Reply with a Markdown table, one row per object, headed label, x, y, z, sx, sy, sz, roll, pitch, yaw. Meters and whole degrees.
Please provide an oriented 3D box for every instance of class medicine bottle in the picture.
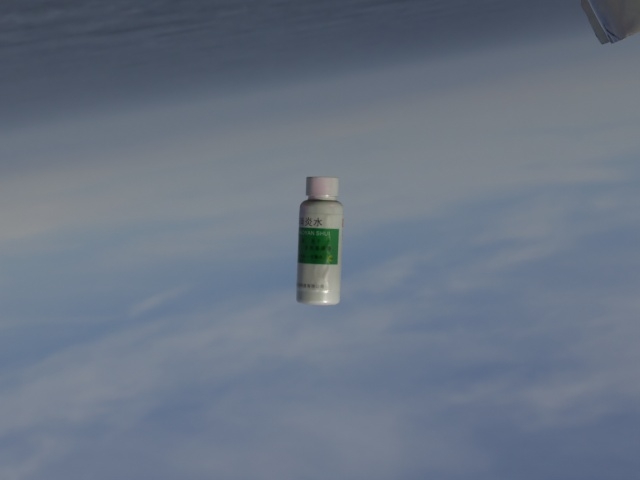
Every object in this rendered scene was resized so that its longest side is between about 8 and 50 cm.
| label | x | y | z | sx | sy | sz | roll | pitch | yaw |
| --- | --- | --- | --- | --- | --- | --- | --- | --- | --- |
| medicine bottle | 0.000 | 0.000 | 2.205 | 0.095 | 0.260 | 0.095 | 3 | 180 | 0 |

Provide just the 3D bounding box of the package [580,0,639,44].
| label | x | y | z | sx | sy | sz | roll | pitch | yaw |
| --- | --- | --- | --- | --- | --- | --- | --- | --- | --- |
| package | 0.343 | -0.338 | 1.239 | 0.062 | 0.204 | 0.251 | -27 | -174 | -10 |
